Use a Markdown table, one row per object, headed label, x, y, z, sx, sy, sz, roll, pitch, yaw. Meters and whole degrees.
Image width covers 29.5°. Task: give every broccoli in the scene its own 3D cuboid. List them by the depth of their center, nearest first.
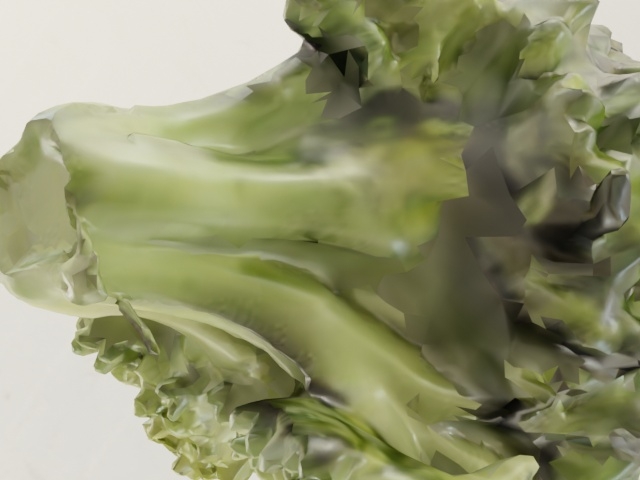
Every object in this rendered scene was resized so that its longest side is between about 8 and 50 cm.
| label | x | y | z | sx | sy | sz | roll | pitch | yaw |
| --- | --- | --- | --- | --- | --- | --- | --- | --- | --- |
| broccoli | -0.006 | -0.007 | 0.557 | 0.348 | 0.281 | 0.293 | 11 | -87 | 47 |
